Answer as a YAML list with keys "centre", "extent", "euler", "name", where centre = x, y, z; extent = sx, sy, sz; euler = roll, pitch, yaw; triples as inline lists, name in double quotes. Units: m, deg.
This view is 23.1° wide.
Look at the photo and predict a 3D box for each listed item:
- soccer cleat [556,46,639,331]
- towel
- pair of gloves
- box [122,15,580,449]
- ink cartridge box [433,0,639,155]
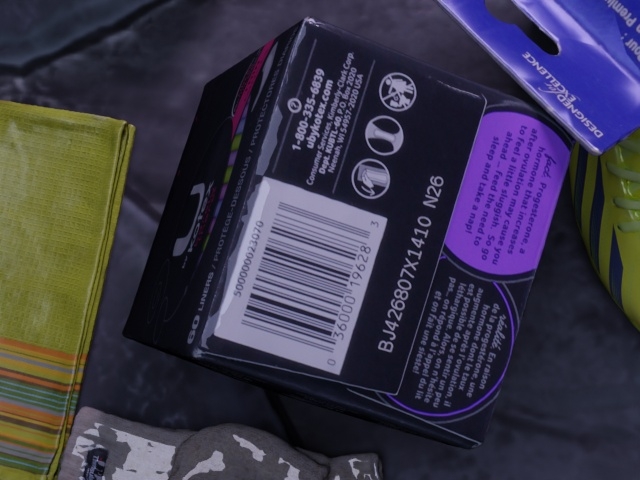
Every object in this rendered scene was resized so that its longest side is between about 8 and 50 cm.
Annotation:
- centre: [0.181, -0.074, 0.887]
  extent: [0.093, 0.121, 0.289]
  euler: [-11, 79, 8]
  name: "soccer cleat"
- centre: [-0.189, 0.032, 0.987]
  extent: [0.102, 0.021, 0.237]
  euler: [10, 83, 11]
  name: "towel"
- centre: [-0.071, 0.227, 0.925]
  extent: [0.204, 0.042, 0.240]
  euler: [5, 80, 14]
  name: "pair of gloves"
- centre: [0.000, 0.000, 0.816]
  extent: [0.143, 0.270, 0.165]
  euler: [20, 84, -12]
  name: "box"
- centre: [0.193, -0.184, 0.817]
  extent: [0.176, 0.069, 0.371]
  euler: [47, 50, 13]
  name: "ink cartridge box"
